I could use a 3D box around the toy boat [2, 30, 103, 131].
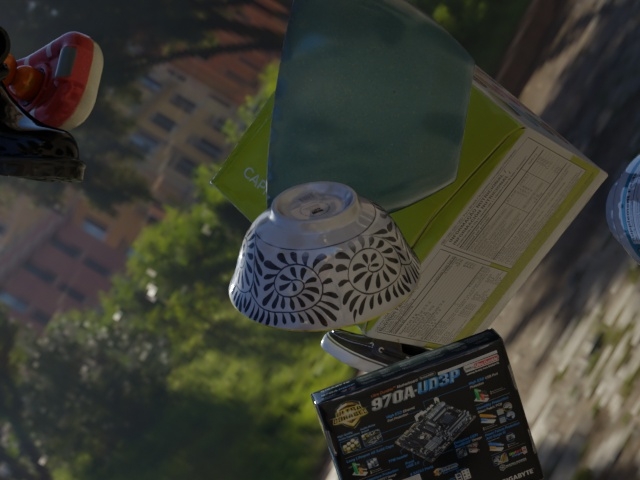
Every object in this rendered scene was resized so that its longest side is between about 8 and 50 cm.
[{"bbox_3d":[-0.430,-0.228,1.997,0.231,0.151,0.151,-19,54,43],"label":"toy boat"}]

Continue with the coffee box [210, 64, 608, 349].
[{"bbox_3d":[0.125,-0.086,1.906,0.338,0.337,0.334,-53,-28,12],"label":"coffee box"}]

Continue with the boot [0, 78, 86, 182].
[{"bbox_3d":[-0.444,-0.223,1.831,0.131,0.348,0.260,0,-76,-65],"label":"boot"}]

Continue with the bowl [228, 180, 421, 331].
[{"bbox_3d":[0.000,0.000,1.192,0.170,0.170,0.080,-58,-33,-55],"label":"bowl"}]

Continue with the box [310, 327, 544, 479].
[{"bbox_3d":[0.119,0.217,1.531,0.220,0.175,0.051,-20,12,-5],"label":"box"}]

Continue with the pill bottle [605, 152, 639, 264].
[{"bbox_3d":[0.396,-0.033,1.408,0.146,0.146,0.264,-59,15,-9],"label":"pill bottle"}]

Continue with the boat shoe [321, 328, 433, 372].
[{"bbox_3d":[0.114,0.162,2.010,0.080,0.228,0.076,-13,-58,-68],"label":"boat shoe"}]

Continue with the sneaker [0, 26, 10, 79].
[{"bbox_3d":[-0.291,-0.155,1.172,0.074,0.063,0.170,-15,3,7],"label":"sneaker"}]

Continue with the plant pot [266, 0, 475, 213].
[{"bbox_3d":[0.063,-0.145,1.520,0.290,0.195,0.290,9,-90,-85],"label":"plant pot"}]
